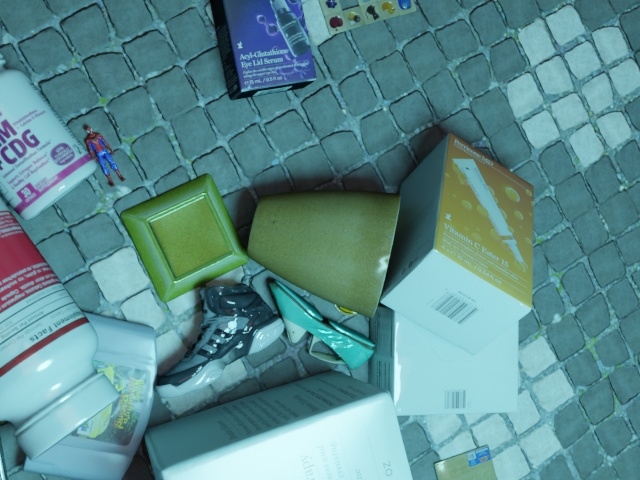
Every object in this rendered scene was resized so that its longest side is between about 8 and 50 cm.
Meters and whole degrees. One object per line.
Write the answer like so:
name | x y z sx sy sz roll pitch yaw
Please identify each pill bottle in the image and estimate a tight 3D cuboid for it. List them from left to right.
pill bottle | -0.513 0.140 1.483 0.229 0.229 0.408 -35 89 -15
pill bottle | -0.528 -0.188 1.552 0.160 0.160 0.283 -40 100 -14

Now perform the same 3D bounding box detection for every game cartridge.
game cartridge | -0.402 0.284 1.642 0.196 0.060 0.295 14 85 -21

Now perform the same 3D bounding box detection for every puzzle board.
puzzle board | 0.300 0.485 1.879 0.128 0.011 0.097 -15 92 -18

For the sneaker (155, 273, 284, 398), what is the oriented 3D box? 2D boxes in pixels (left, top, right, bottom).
sneaker | -0.208 0.169 1.682 0.268 0.101 0.153 -31 97 -21

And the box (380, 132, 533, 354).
box | 0.262 0.001 1.701 0.215 0.168 0.345 30 41 -14

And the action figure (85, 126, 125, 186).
action figure | -0.396 -0.156 1.663 0.038 0.030 0.115 -30 96 -11

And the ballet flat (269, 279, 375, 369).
ballet flat | -0.011 0.174 1.753 0.247 0.083 0.087 34 94 -12

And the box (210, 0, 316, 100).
box | -0.110 -0.381 1.714 0.153 0.108 0.207 -13 93 -17

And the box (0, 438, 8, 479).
box | -0.621 0.410 1.551 0.169 0.087 0.290 -9 92 -18

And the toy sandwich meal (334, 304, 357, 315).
toy sandwich meal | 0.065 0.111 1.801 0.085 0.029 0.086 0 89 -18

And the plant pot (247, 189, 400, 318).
plant pot | 0.000 0.000 1.700 0.254 0.237 0.237 14 85 1

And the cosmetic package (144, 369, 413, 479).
cosmetic package | -0.068 0.453 1.600 0.393 0.327 0.330 -16 94 -16

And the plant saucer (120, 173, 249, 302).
plant saucer | -0.246 -0.005 1.698 0.188 0.045 0.189 -26 97 -16

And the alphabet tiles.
alphabet tiles | 0.095 -0.537 1.833 0.237 0.009 0.198 -19 95 -17

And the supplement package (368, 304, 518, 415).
supplement package | 0.239 0.232 1.793 0.261 0.145 0.204 2 88 -17
